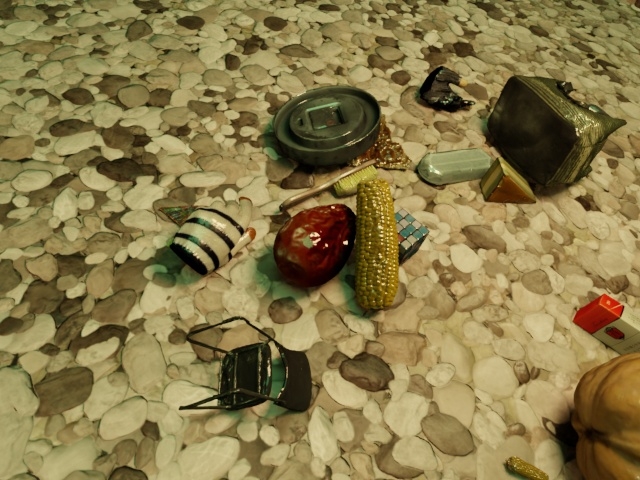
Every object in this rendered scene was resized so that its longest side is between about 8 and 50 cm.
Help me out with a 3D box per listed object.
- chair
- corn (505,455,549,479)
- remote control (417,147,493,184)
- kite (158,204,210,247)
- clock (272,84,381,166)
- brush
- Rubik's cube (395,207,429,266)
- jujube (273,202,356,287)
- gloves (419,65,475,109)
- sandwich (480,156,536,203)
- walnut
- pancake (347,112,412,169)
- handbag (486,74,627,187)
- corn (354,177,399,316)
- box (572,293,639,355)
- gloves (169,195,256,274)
[{"bbox_3d":[-0.134,0.256,0.810,0.145,0.221,0.140,-24,52,27],"label":"chair"},{"bbox_3d":[0.395,0.441,0.812,0.083,0.027,0.028,25,35,7],"label":"corn"},{"bbox_3d":[0.402,-0.224,1.253,0.247,0.052,0.104,-12,60,-20],"label":"remote control"},{"bbox_3d":[-0.313,-0.037,1.032,0.190,0.010,0.159,39,60,17],"label":"kite"},{"bbox_3d":[0.020,-0.332,1.208,0.312,0.061,0.312,-5,51,7],"label":"clock"},{"bbox_3d":[0.033,-0.133,1.124,0.313,0.072,0.067,-27,78,-23],"label":"brush"},{"bbox_3d":[0.194,-0.004,1.042,0.092,0.092,0.092,-35,68,-28],"label":"Rubik's cube"},{"bbox_3d":[0.000,0.000,0.969,0.168,0.168,0.236,38,54,16],"label":"jujube"},{"bbox_3d":[0.431,-0.485,1.421,0.180,0.106,0.129,33,53,-22],"label":"gloves"},{"bbox_3d":[0.558,-0.168,1.201,0.163,0.113,0.079,3,56,-8],"label":"sandwich"},{"bbox_3d":[0.647,0.358,0.755,0.344,0.306,0.306,4,56,-5],"label":"walnut"},{"bbox_3d":[0.174,-0.301,1.259,0.244,0.057,0.266,31,60,14],"label":"pancake"},{"bbox_3d":[0.688,-0.330,1.252,0.240,0.247,0.341,-14,53,-19],"label":"handbag"},{"bbox_3d":[0.127,0.016,0.954,0.101,0.101,0.310,2,88,-8],"label":"corn"},{"bbox_3d":[0.688,0.202,0.980,0.152,0.100,0.048,39,56,16],"label":"box"},{"bbox_3d":[-0.229,-0.032,0.965,0.140,0.131,0.219,35,65,4],"label":"gloves"}]
